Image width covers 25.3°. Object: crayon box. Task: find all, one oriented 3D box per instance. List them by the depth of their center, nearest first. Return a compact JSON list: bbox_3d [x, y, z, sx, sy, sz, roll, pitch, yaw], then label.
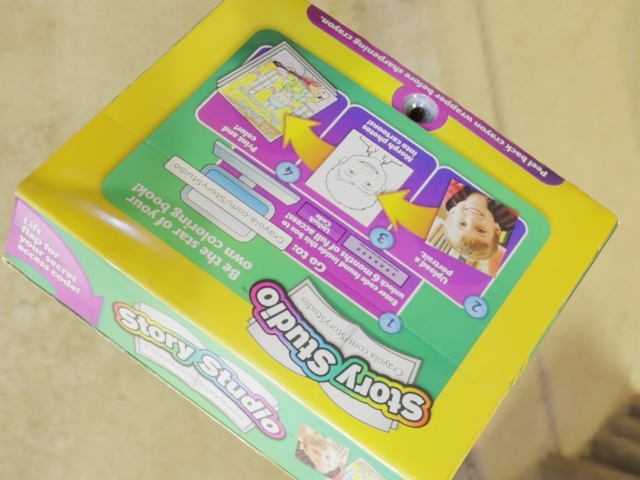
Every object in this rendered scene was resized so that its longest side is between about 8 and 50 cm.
[{"bbox_3d":[0.000,0.000,1.093,0.313,0.363,0.106,-49,172,-35],"label":"crayon box"}]
